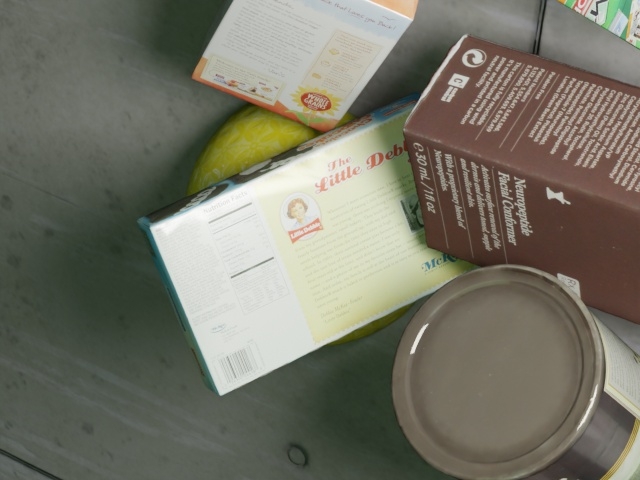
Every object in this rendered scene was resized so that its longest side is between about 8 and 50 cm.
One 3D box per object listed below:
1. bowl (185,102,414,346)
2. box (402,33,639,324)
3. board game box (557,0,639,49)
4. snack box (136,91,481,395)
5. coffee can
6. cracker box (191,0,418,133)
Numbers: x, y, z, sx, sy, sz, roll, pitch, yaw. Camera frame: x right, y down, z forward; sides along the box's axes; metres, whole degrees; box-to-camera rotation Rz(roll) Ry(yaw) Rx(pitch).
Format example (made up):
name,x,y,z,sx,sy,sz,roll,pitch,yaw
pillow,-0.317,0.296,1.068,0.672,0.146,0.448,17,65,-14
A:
name,x,y,z,sx,sy,sz,roll,pitch,yaw
bowl,-0.043,0.004,1.981,0.289,0.156,0.289,17,123,27
box,0.277,-0.033,1.704,0.381,0.143,0.191,19,149,25
board game box,0.252,-0.337,1.508,0.213,0.046,0.317,34,123,21
snack box,0.000,0.000,1.854,0.187,0.322,0.060,69,165,-15
coffee can,0.215,0.161,1.764,0.201,0.275,0.202,-11,66,25
cracker box,-0.015,-0.207,1.791,0.155,0.067,0.232,22,150,-11
